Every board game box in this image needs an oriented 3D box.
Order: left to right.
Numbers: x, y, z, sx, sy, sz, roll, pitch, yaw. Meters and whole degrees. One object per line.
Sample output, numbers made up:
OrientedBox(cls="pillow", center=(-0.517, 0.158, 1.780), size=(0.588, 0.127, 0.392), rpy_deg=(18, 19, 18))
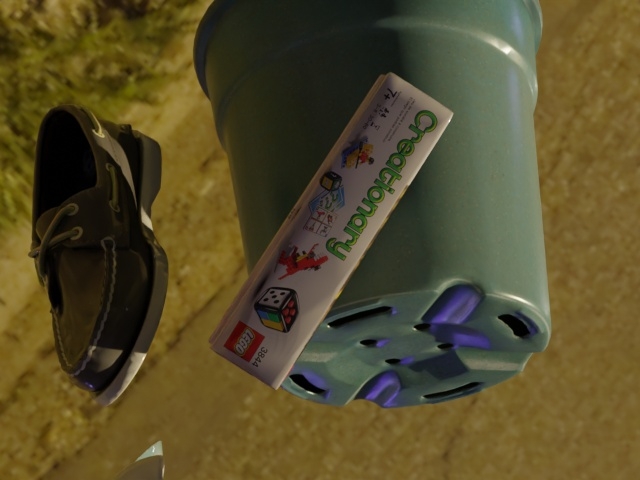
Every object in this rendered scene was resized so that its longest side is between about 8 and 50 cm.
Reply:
OrientedBox(cls="board game box", center=(0.000, 0.000, 0.964), size=(0.193, 0.053, 0.305), rpy_deg=(-57, -179, -3))

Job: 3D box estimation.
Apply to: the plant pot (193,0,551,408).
OrientedBox(cls="plant pot", center=(0.062, -0.043, 1.305), size=(0.341, 0.334, 0.341), rpy_deg=(-5, 152, -3))

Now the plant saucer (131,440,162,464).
OrientedBox(cls="plant saucer", center=(-0.225, 0.298, 1.518), size=(0.195, 0.037, 0.195), rpy_deg=(-49, 175, -6))

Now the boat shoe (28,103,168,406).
OrientedBox(cls="boat shoe", center=(-0.181, 0.002, 1.100), size=(0.091, 0.305, 0.109), rpy_deg=(31, 118, -28))

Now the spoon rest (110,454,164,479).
OrientedBox(cls="spoon rest", center=(-0.148, 0.237, 1.058), size=(0.276, 0.084, 0.137), rpy_deg=(13, 90, -85))
